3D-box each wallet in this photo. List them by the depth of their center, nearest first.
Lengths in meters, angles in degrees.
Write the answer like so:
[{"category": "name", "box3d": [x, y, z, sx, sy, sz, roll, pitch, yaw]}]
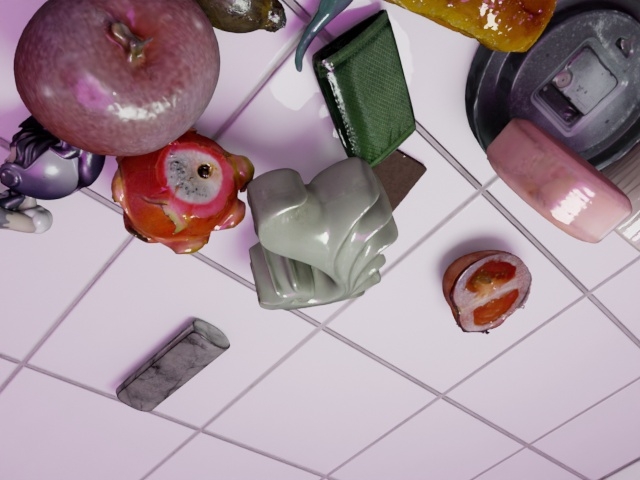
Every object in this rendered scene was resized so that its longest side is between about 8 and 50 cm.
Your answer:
[{"category": "wallet", "box3d": [0.084, -0.245, 0.861, 0.160, 0.055, 0.236, -39, 134, -14]}]

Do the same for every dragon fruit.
[{"category": "dragon fruit", "box3d": [-0.240, -0.085, 0.851, 0.224, 0.227, 0.224, -1, 92, -27]}]

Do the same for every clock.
[{"category": "clock", "box3d": [0.453, -0.285, 0.912, 0.386, 0.076, 0.386, -5, 126, -7]}]

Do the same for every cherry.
[{"category": "cherry", "box3d": [-0.276, -0.233, 0.692, 0.261, 0.307, 0.221, -37, 118, -22]}]

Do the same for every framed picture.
[{"category": "framed picture", "box3d": [0.114, -0.110, 1.010, 0.128, 0.023, 0.168, 25, 118, -24]}]

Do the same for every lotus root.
[{"category": "lotus root", "box3d": [-0.140, -0.369, 0.722, 0.209, 0.120, 0.120, 28, 117, -22]}]

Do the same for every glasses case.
[{"category": "glasses case", "box3d": [-0.357, 0.307, 1.207, 0.299, 0.060, 0.114, -40, 122, 19]}]

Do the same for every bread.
[{"category": "bread", "box3d": [0.171, -0.391, 0.671, 0.380, 0.109, 0.185, 9, 109, -26]}]

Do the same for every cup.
[{"category": "cup", "box3d": [0.706, -0.128, 1.020, 0.208, 0.288, 0.273, 43, 115, 6]}]

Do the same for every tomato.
[{"category": "tomato", "box3d": [0.372, 0.097, 1.154, 0.199, 0.112, 0.228, -22, 126, -4]}]

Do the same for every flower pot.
[{"category": "flower pot", "box3d": [0.000, 0.000, 0.911, 0.254, 0.165, 0.367, -11, 151, -13]}]

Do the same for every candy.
[{"category": "candy", "box3d": [0.394, -0.105, 0.841, 0.255, 0.255, 0.094, 24, 120, -25]}]

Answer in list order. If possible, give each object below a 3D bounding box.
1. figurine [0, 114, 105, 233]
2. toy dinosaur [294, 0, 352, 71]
[{"category": "figurine", "box3d": [-0.453, -0.113, 0.829, 0.145, 0.145, 0.222, 27, 100, -26]}, {"category": "toy dinosaur", "box3d": [0.098, -0.464, 0.715, 0.330, 0.129, 0.384, -15, 129, -10]}]
